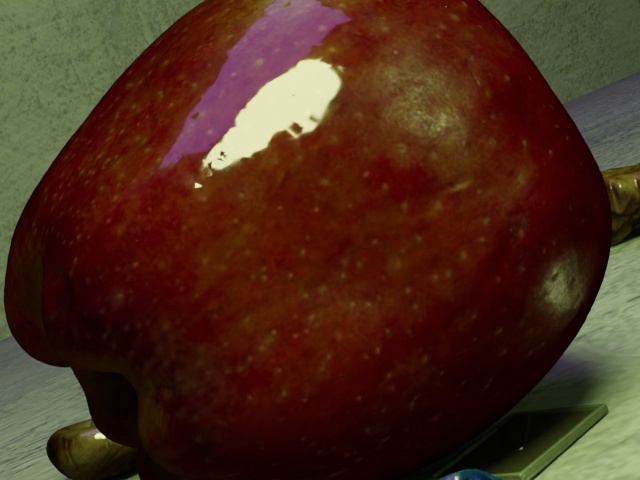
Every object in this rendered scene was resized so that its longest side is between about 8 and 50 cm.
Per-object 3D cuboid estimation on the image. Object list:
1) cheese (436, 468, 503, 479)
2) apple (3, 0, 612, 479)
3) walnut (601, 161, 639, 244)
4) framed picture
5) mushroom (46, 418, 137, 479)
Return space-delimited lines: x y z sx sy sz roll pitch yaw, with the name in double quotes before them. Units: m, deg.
"cheese" -0.044 0.151 0.454 0.270 0.069 0.177 -22 6 -14
"apple" 0.000 0.000 0.664 0.317 0.288 0.288 -38 13 -24
"walnut" 0.288 -0.041 1.105 0.170 0.069 0.143 -15 6 31
"framed picture" 0.105 0.109 0.649 0.066 0.007 0.089 -16 7 44
"mushroom" -0.151 0.134 0.922 0.129 0.073 0.088 -53 -19 15
